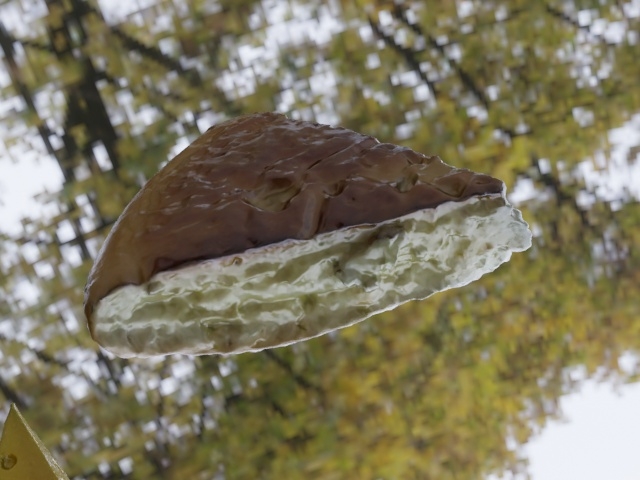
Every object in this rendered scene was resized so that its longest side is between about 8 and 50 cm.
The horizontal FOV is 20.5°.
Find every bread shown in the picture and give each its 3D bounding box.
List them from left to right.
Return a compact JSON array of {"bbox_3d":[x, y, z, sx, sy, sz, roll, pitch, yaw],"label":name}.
[{"bbox_3d":[-0.024,0.006,0.607,0.136,0.054,0.154,-27,-153,-36],"label":"bread"}]

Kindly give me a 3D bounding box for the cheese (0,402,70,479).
[{"bbox_3d":[-0.188,0.203,1.231,0.126,0.093,0.171,-18,-126,6],"label":"cheese"}]
